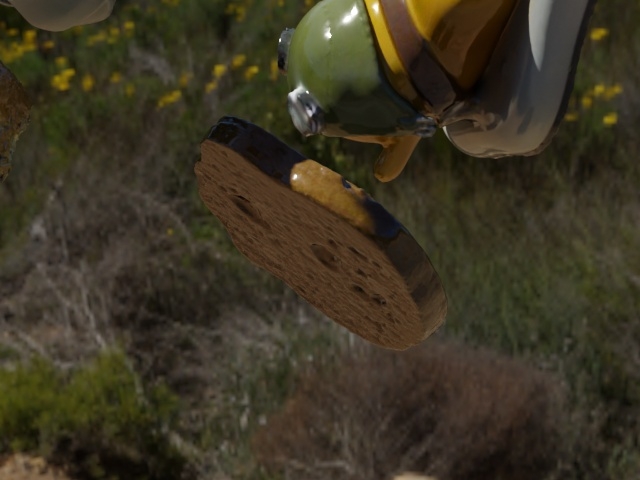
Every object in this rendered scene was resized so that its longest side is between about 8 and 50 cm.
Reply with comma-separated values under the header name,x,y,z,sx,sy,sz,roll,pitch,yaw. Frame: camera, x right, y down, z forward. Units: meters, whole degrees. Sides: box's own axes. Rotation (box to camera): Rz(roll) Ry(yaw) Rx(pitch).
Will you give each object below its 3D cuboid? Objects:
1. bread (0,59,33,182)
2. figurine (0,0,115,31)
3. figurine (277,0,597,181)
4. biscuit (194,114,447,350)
name,x,y,z,sx,sy,sz,roll,pitch,yaw
bread,-0.247,-0.084,0.927,0.077,0.070,0.083,2,59,30
figurine,-0.217,-0.261,1.169,0.176,0.133,0.236,-40,24,-13
figurine,0.054,-0.137,0.770,0.141,0.250,0.166,-1,52,-13
biscuit,0.001,-0.001,1.215,0.257,0.273,0.049,33,70,14
